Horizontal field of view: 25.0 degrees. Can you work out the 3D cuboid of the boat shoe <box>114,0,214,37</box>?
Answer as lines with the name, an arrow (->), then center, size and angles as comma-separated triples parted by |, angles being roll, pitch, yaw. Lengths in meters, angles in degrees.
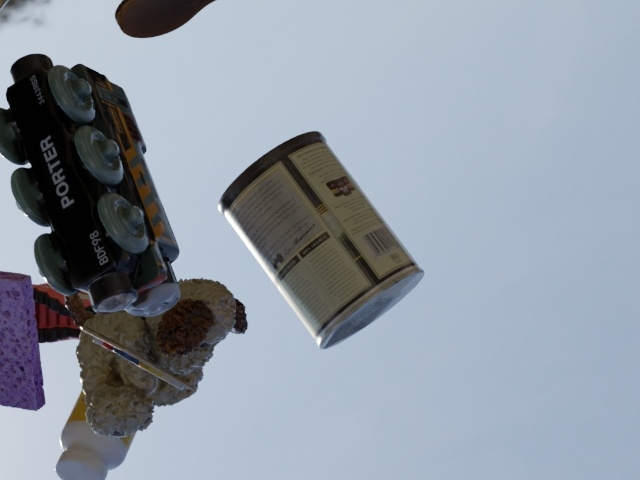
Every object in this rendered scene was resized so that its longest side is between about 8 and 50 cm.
boat shoe -> -0.191, -0.344, 1.985 | 0.207, 0.073, 0.073 | -27, -146, -12

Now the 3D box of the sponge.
sponge -> -0.459, 0.142, 2.060 | 0.117, 0.210, 0.031 | 6, -157, 18

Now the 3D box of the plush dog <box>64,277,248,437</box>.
plush dog -> -0.214, 0.124, 1.963 | 0.225, 0.211, 0.262 | -26, -179, 18

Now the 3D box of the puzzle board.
puzzle board -> -0.194, 0.127, 1.523 | 0.011, 0.096, 0.128 | -60, -152, -8

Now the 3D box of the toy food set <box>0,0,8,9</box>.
toy food set -> -0.566, -0.360, 2.088 | 0.306, 0.219, 0.092 | -54, 180, -11

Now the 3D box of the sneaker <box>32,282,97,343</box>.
sneaker -> -0.341, 0.120, 2.317 | 0.313, 0.116, 0.136 | 16, -158, 25

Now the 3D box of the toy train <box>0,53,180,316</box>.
toy train -> -0.261, -0.062, 1.673 | 0.142, 0.334, 0.190 | -32, 158, 18

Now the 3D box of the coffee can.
coffee can -> 0.000, 0.000, 2.227 | 0.201, 0.275, 0.201 | -34, 168, -8

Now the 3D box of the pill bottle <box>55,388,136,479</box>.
pill bottle -> -0.325, 0.276, 2.147 | 0.103, 0.103, 0.184 | -8, -139, 28
